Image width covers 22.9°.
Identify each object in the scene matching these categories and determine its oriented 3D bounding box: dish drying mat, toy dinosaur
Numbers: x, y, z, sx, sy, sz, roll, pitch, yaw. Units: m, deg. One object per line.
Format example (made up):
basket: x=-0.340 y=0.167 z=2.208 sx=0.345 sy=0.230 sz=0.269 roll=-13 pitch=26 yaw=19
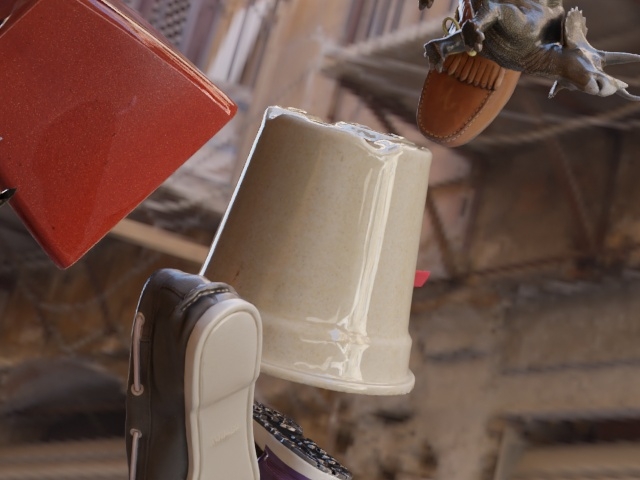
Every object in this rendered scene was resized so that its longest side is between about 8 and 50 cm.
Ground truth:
dish drying mat: x=0.153 y=0.062 z=2.616 sx=0.008 sy=0.032 sz=0.083 roll=46 pitch=21 yaw=27
toy dinosaur: x=0.179 y=-0.248 z=1.539 sx=0.160 sy=0.313 sz=0.121 roll=-11 pitch=-19 yaw=-26

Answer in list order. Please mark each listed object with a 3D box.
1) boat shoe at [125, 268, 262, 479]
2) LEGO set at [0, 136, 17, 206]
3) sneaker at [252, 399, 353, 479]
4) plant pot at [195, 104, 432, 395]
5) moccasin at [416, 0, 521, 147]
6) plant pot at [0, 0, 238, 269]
boat shoe: x=-0.119 y=0.176 z=1.383 sx=0.112 sy=0.335 sz=0.095 roll=-18 pitch=38 yaw=-41
LEGO set: x=-0.378 y=0.058 z=1.384 sx=0.192 sy=0.255 sz=0.331 roll=18 pitch=-24 yaw=-30
sneaker: x=-0.074 y=0.252 z=1.729 sx=0.107 sy=0.124 sz=0.283 roll=28 pitch=1 yaw=-23
plant pot: x=0.000 y=0.000 z=2.025 sx=0.334 sy=0.305 sz=0.334 roll=15 pitch=8 yaw=-2
moccasin: x=0.252 y=-0.310 z=2.289 sx=0.139 sy=0.380 sz=0.147 roll=38 pitch=11 yaw=22
plant pot: x=-0.299 y=-0.176 z=1.781 sx=0.236 sy=0.267 sz=0.267 roll=48 pitch=-1 yaw=-33
